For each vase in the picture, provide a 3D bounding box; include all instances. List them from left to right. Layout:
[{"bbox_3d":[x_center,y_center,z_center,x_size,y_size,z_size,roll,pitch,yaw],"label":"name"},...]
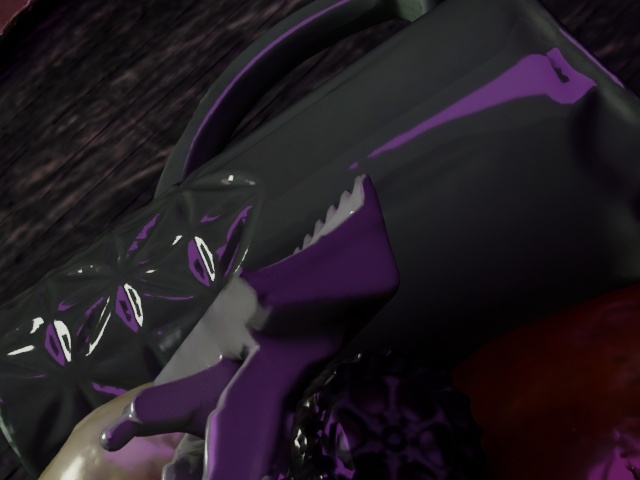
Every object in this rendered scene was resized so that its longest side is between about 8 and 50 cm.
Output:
[{"bbox_3d":[0.000,0.000,0.817,0.301,0.156,0.251,-28,50,8],"label":"vase"}]

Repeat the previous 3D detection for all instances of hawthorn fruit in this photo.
[{"bbox_3d":[0.136,0.094,0.653,0.202,0.185,0.185,-32,46,-13],"label":"hawthorn fruit"}]

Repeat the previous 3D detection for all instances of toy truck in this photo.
[{"bbox_3d":[-0.013,0.123,0.591,0.111,0.136,0.286,2,65,-22],"label":"toy truck"}]

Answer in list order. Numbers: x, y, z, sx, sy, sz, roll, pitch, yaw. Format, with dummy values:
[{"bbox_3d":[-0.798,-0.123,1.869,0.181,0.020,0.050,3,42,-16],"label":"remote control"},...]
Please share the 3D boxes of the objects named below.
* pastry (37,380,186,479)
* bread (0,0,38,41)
[{"bbox_3d":[-0.040,0.129,0.725,0.156,0.156,0.092,-19,5,8],"label":"pastry"},{"bbox_3d":[-0.277,-0.176,1.153,0.167,0.163,0.264,-51,20,-19],"label":"bread"}]
